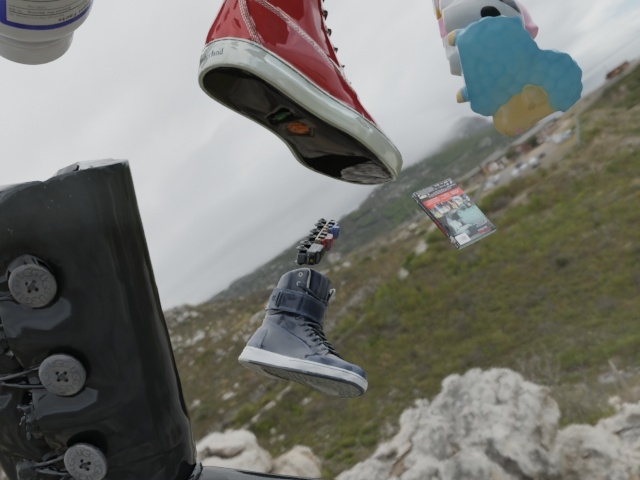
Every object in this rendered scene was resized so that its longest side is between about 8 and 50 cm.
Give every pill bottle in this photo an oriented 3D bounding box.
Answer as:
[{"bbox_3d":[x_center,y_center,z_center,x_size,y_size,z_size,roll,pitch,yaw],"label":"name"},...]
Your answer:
[{"bbox_3d":[-0.321,-0.318,0.757,0.152,0.152,0.272,-35,-5,-31],"label":"pill bottle"}]

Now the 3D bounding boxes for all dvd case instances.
[{"bbox_3d":[0.216,-0.045,1.118,0.087,0.119,0.013,-23,-28,-31],"label":"dvd case"}]

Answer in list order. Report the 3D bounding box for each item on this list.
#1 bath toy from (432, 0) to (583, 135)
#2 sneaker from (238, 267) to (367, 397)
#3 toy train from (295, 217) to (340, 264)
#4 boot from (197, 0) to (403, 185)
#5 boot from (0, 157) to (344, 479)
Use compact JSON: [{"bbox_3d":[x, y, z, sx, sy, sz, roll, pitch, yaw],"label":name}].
[{"bbox_3d":[0.206,-0.257,0.823,0.129,0.151,0.348,-10,37,10],"label":"bath toy"},{"bbox_3d":[-0.004,0.120,0.957,0.226,0.086,0.163,7,61,45],"label":"sneaker"},{"bbox_3d":[0.000,0.000,0.938,0.036,0.027,0.158,10,20,9],"label":"toy train"},{"bbox_3d":[0.004,-0.167,0.639,0.088,0.176,0.244,-9,-29,38],"label":"boot"},{"bbox_3d":[-0.142,0.136,0.647,0.367,0.445,0.146,-15,6,-2],"label":"boot"}]
